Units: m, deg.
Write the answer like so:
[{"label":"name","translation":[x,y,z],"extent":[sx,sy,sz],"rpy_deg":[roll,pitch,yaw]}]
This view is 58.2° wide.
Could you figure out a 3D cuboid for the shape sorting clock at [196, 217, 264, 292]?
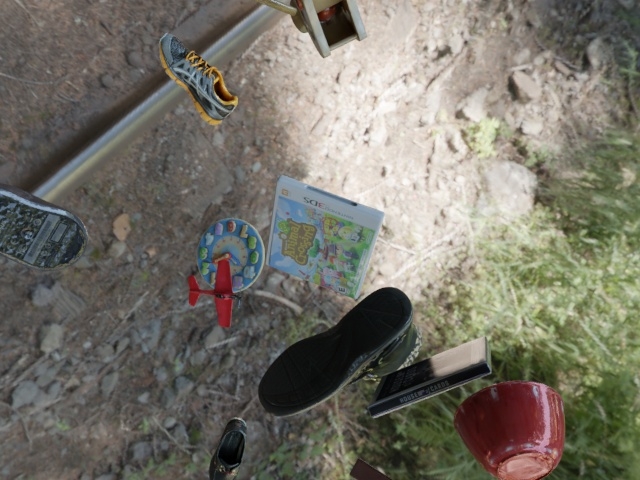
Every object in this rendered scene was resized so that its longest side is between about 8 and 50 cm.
[{"label":"shape sorting clock","translation":[-0.249,0.041,1.569],"extent":[0.206,0.206,0.040],"rpy_deg":[-63,163,10]}]

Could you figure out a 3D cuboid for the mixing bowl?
[{"label":"mixing bowl","translation":[0.312,0.318,0.914],"extent":[0.181,0.098,0.182],"rpy_deg":[-1,127,-1]}]

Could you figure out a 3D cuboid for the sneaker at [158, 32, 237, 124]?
[{"label":"sneaker","translation":[-0.259,-0.355,1.235],"extent":[0.215,0.083,0.084],"rpy_deg":[52,37,-27]}]

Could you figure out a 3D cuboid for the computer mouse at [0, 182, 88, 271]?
[{"label":"computer mouse","translation":[-0.526,-0.041,0.975],"extent":[0.272,0.072,0.189],"rpy_deg":[37,85,-46]}]

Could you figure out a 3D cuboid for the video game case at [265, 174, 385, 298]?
[{"label":"video game case","translation":[0.000,0.000,1.040],"extent":[0.023,0.193,0.213],"rpy_deg":[-61,168,-45]}]

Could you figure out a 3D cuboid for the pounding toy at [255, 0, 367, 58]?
[{"label":"pounding toy","translation":[-0.028,-0.357,0.869],"extent":[0.154,0.154,0.269],"rpy_deg":[-26,173,2]}]

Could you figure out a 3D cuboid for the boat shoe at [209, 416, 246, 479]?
[{"label":"boat shoe","translation":[-0.150,0.354,0.923],"extent":[0.048,0.042,0.133],"rpy_deg":[15,96,-8]}]

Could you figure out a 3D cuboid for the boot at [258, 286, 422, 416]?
[{"label":"boot","translation":[0.067,0.270,1.282],"extent":[0.377,0.138,0.284],"rpy_deg":[-40,152,2]}]

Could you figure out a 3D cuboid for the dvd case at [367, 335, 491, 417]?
[{"label":"dvd case","translation":[0.216,0.263,1.120],"extent":[0.238,0.030,0.179],"rpy_deg":[-25,179,16]}]

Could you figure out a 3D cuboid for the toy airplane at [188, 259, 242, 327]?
[{"label":"toy airplane","translation":[-0.229,0.110,1.224],"extent":[0.028,0.151,0.151],"rpy_deg":[-18,131,-60]}]

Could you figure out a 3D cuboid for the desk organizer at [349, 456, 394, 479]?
[{"label":"desk organizer","translation":[0.146,0.641,1.539],"extent":[0.050,0.130,0.047],"rpy_deg":[-57,154,-15]}]
